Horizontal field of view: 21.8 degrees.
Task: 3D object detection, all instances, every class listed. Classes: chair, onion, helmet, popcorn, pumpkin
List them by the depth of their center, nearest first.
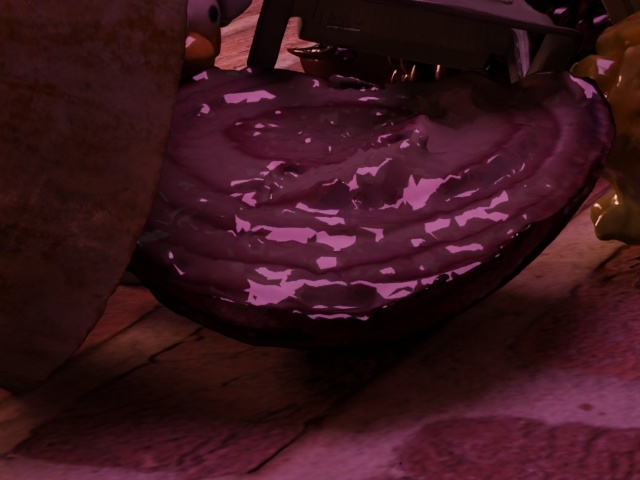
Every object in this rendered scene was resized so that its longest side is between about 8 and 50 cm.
[{"bbox_3d":[-0.227,-0.095,0.922,0.199,0.332,0.332,14,7,-26],"label":"pumpkin"},{"bbox_3d":[0.000,0.000,0.978,0.314,0.146,0.280,11,35,22],"label":"onion"},{"bbox_3d":[0.266,-0.076,1.060,0.221,0.183,0.204,1,10,24],"label":"popcorn"},{"bbox_3d":[0.064,-0.190,1.107,0.203,0.190,0.274,8,54,-7],"label":"chair"},{"bbox_3d":[0.034,-0.170,1.648,0.123,0.070,0.098,-15,11,-7],"label":"helmet"}]

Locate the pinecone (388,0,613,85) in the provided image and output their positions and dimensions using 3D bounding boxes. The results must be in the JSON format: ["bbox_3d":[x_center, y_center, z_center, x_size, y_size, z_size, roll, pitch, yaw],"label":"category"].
[{"bbox_3d":[0.163,-0.158,1.342,0.221,0.221,0.221,-5,16,1],"label":"pinecone"}]

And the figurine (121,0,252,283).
[{"bbox_3d":[-0.128,-0.096,1.146,0.133,0.236,0.176,8,20,38],"label":"figurine"}]

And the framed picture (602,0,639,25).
[{"bbox_3d":[0.379,-0.121,1.149,0.335,0.247,0.022,4,62,29],"label":"framed picture"}]
